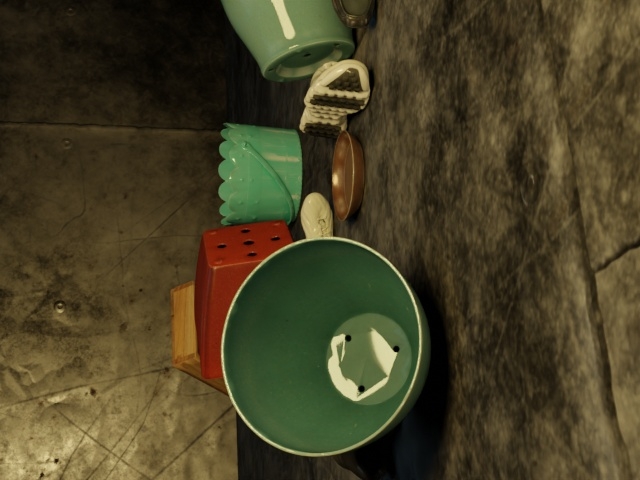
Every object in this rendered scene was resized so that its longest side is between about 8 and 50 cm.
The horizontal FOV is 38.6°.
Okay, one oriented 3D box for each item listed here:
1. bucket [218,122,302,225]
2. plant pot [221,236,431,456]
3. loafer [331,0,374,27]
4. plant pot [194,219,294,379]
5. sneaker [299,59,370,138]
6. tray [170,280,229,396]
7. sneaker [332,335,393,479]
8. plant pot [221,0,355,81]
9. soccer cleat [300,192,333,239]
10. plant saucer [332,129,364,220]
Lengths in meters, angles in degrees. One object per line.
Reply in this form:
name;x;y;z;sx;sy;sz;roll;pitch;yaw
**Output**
bucket;-0.156;-0.163;2.309;0.281;0.183;0.281;180;90;-79
plant pot;0.034;0.156;1.289;0.195;0.290;0.290;27;-123;-62
loafer;0.055;-0.464;1.576;0.078;0.076;0.223;96;173;-61
plant pot;-0.140;0.105;1.932;0.267;0.267;0.235;-114;18;-63
sneaker;0.023;-0.282;1.680;0.292;0.110;0.118;141;137;-74
tray;-0.215;0.277;2.239;0.411;0.076;0.202;41;-146;-48
sneaker;0.073;0.245;1.448;0.130;0.109;0.286;-152;54;-70
plant pot;-0.057;-0.446;1.718;0.271;0.272;0.255;135;121;-73
soccer cleat;0.000;0.000;1.863;0.076;0.068;0.196;-128;33;-64
plant saucer;0.053;-0.119;1.691;0.168;0.029;0.168;180;90;-79
